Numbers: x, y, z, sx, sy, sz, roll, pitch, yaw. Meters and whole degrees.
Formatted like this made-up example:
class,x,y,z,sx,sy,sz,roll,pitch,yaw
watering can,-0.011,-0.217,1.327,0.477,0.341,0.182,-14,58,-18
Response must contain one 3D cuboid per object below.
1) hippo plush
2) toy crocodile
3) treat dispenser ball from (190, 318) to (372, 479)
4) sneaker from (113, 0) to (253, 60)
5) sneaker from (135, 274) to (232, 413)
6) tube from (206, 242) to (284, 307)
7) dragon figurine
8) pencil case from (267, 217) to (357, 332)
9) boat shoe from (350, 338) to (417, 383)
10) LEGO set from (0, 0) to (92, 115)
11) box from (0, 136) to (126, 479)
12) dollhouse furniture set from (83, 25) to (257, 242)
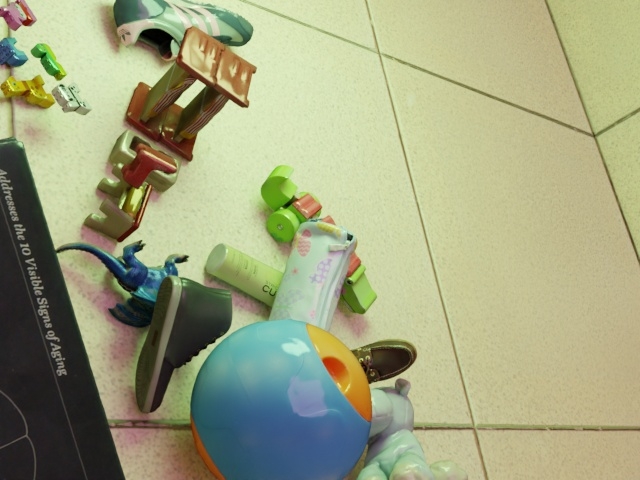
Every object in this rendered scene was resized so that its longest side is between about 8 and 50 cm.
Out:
class,x,y,z,sx,sy,sz,roll,pitch,yaw
hippo plush,0.142,0.362,1.562,0.294,0.234,0.236,9,60,-40
toy crocodile,0.000,0.000,1.759,0.340,0.105,0.115,54,41,-3
treat dispenser ball,-0.061,0.267,1.388,0.288,0.288,0.288,24,50,-32
sneaker,-0.275,-0.416,1.785,0.319,0.112,0.131,6,78,-38
sneaker,-0.212,0.173,1.389,0.118,0.083,0.221,14,95,-29
tube,-0.103,0.079,1.648,0.240,0.070,0.062,31,5,-34
dragon figurine,-0.291,0.085,1.440,0.289,0.085,0.144,21,51,-35
pencil case,-0.016,0.100,1.608,0.113,0.124,0.273,42,59,-46
boat shoe,0.073,0.231,1.603,0.073,0.207,0.073,-20,93,-73
LEGO set,-0.498,-0.290,1.481,0.227,0.087,0.093,57,26,1
box,-0.519,0.178,0.932,0.472,0.298,0.479,-18,93,-47
dollhouse furniture set,-0.256,-0.175,1.554,0.152,0.201,0.374,32,46,-26
